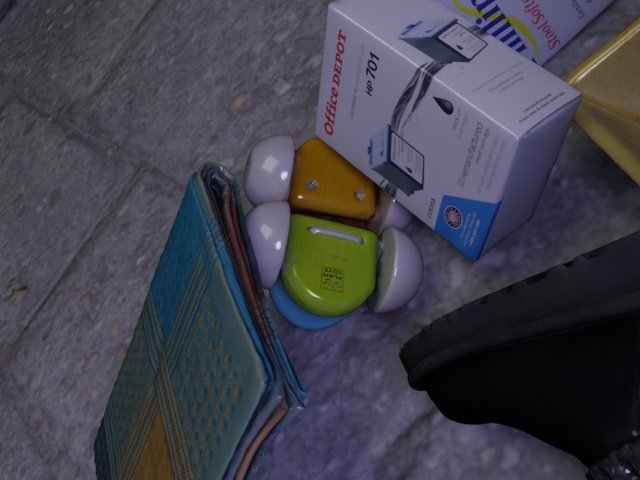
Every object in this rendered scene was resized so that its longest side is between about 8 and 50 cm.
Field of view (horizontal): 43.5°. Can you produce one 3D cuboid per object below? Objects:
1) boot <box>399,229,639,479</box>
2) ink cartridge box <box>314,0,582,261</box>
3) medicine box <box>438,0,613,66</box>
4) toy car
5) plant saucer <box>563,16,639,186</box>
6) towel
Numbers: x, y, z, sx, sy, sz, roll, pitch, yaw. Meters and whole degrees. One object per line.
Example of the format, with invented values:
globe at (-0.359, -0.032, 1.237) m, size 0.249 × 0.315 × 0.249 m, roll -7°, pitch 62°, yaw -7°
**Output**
boot at (0.178, 0.137, 0.441) m, size 0.260 × 0.131 × 0.348 m, roll 71°, pitch 158°, yaw 10°
ink cartridge box at (0.090, -0.098, 0.637) m, size 0.082 × 0.140 × 0.190 m, roll -35°, pitch 61°, yaw -29°
medicine box at (0.169, -0.314, 0.780) m, size 0.289 × 0.149 × 0.263 m, roll -42°, pitch 40°, yaw 11°
toy car at (0.000, 0.000, 0.726) m, size 0.136 × 0.159 × 0.182 m, roll 120°, pitch 158°, yaw -51°
plant saucer at (0.365, -0.096, 0.481) m, size 0.333 × 0.081 × 0.333 m, roll -39°, pitch 41°, yaw 14°
towel at (-0.122, 0.153, 0.669) m, size 0.370 × 0.040 × 0.271 m, roll -64°, pitch 31°, yaw 31°
